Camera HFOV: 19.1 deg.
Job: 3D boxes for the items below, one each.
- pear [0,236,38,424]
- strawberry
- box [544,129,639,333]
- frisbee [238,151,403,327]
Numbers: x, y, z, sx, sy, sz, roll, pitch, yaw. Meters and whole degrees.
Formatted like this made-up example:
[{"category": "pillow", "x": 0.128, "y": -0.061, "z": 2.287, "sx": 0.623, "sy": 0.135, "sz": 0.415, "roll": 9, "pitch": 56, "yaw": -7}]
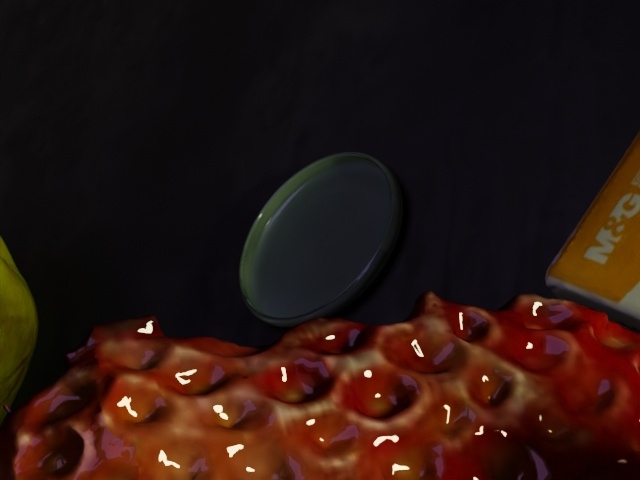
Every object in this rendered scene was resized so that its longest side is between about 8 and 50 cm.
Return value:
[{"category": "pear", "x": -0.307, "y": 0.047, "z": 1.097, "sx": 0.283, "sy": 0.283, "sz": 0.284, "roll": -25, "pitch": 45, "yaw": 28}, {"category": "strawberry", "x": 0.039, "y": 0.129, "z": 0.711, "sx": 0.253, "sy": 0.280, "sz": 0.150, "roll": -33, "pitch": 44, "yaw": 6}, {"category": "box", "x": 0.250, "y": -0.040, "z": 0.776, "sx": 0.220, "sy": 0.091, "sz": 0.274, "roll": 20, "pitch": 74, "yaw": 50}, {"category": "frisbee", "x": 0.000, "y": 0.000, "z": 1.044, "sx": 0.110, "sy": 0.014, "sz": 0.110, "roll": -26, "pitch": 44, "yaw": 28}]
